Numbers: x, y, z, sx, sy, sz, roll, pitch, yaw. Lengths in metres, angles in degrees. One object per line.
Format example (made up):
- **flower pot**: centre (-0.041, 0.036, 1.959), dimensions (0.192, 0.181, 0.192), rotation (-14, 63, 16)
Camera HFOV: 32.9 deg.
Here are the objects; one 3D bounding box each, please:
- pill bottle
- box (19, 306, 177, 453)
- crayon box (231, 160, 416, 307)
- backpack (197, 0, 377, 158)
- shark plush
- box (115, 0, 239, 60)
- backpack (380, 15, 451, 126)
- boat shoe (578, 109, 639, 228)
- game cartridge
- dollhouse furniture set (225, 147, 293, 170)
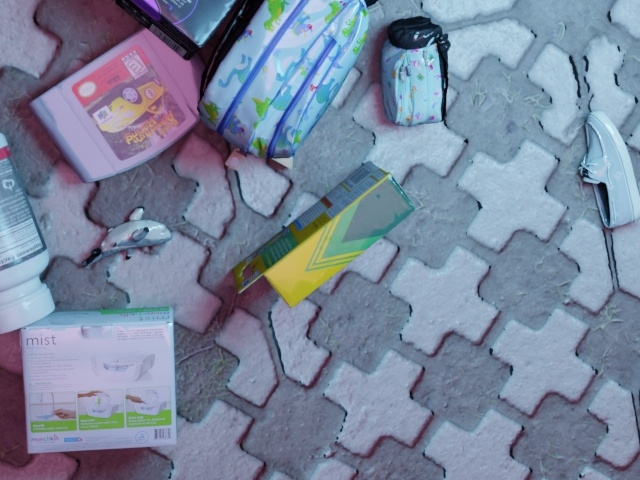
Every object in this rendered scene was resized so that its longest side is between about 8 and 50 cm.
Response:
- **pill bottle**: centre (-0.564, -0.008, 1.826), dimensions (0.176, 0.176, 0.318), rotation (-18, 102, -4)
- **box**: centre (-0.387, 0.244, 1.920), dimensions (0.262, 0.127, 0.231), rotation (-3, 100, -7)
- **crayon box**: centre (0.000, 0.000, 1.892), dimensions (0.323, 0.203, 0.083), rotation (-38, 103, 1)
- **backpack**: centre (-0.055, -0.309, 1.780), dimensions (0.355, 0.290, 0.273), rotation (-42, 98, -2)
- **shark plush**: centre (-0.347, 0.012, 1.925), dimensions (0.161, 0.073, 0.067), rotation (-35, 133, -5)
- **box**: centre (-0.190, -0.457, 1.790), dimensions (0.165, 0.143, 0.270), rotation (39, 80, -13)
- **backpack**: centre (0.165, -0.291, 1.904), dimensions (0.115, 0.152, 0.182), rotation (-5, 113, -1)
- **boat shoe**: centre (0.525, -0.126, 2.004), dimensions (0.081, 0.079, 0.227), rotation (-25, 106, -7)
- **game cartridge**: centre (-0.329, -0.237, 1.883), dimensions (0.294, 0.060, 0.196), rotation (-34, 107, -1)
- **dollhouse furniture set**: centre (-0.109, -0.133, 1.923), dimensions (0.114, 0.091, 0.081), rotation (28, 110, -15)
